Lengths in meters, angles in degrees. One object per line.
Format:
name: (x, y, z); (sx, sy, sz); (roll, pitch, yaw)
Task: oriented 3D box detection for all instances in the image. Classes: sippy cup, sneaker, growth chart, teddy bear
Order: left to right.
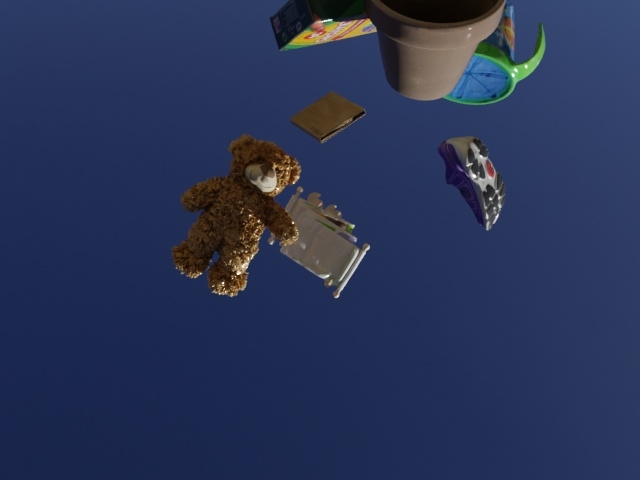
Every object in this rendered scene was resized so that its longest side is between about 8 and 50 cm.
teddy bear: (-0.172, -0.049, 1.629); (0.245, 0.338, 0.113); (47, -174, 4)
growth chart: (0.000, 0.000, 1.835); (0.237, 0.172, 0.021); (38, 178, -14)
sneaker: (0.225, -0.089, 1.176); (0.071, 0.169, 0.068); (8, -131, 43)
sippy cup: (0.383, -0.493, 1.960); (0.306, 0.240, 0.223); (16, -110, -7)

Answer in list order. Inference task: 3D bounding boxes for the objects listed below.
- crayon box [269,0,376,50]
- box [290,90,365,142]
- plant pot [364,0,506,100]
crayon box: (0.076, -0.497, 1.688); (0.319, 0.081, 0.202); (-18, -177, -23)
box: (0.019, -0.369, 2.340); (0.164, 0.021, 0.201); (-35, -144, -11)
plant pot: (0.207, -0.403, 1.532); (0.263, 0.229, 0.263); (1, -128, -2)
